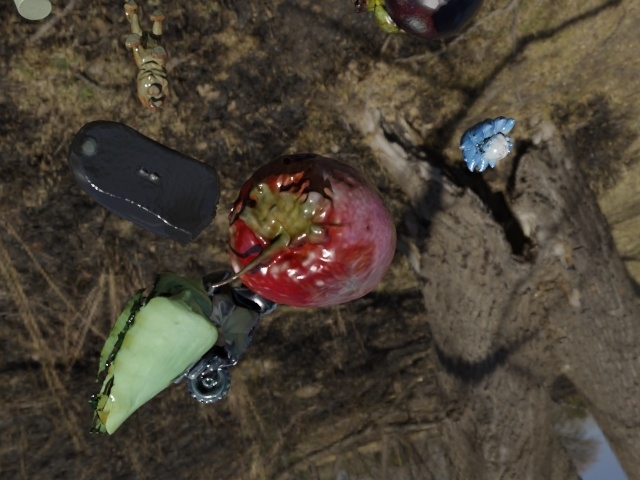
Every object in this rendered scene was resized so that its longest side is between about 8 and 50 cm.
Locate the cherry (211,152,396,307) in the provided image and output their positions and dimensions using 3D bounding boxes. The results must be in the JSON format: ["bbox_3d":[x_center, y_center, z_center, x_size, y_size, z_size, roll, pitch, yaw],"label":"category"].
[{"bbox_3d":[0.000,0.000,0.790,0.192,0.175,0.250,-48,139,10],"label":"cherry"}]

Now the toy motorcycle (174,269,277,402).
[{"bbox_3d":[-0.196,0.167,1.251,0.159,0.270,0.106,30,168,3],"label":"toy motorcycle"}]

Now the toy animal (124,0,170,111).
[{"bbox_3d":[-0.408,-0.437,1.542,0.097,0.312,0.157,-6,143,-15],"label":"toy animal"}]

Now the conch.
[{"bbox_3d":[-0.249,0.148,0.940,0.250,0.137,0.143,-43,-172,-36],"label":"conch"}]

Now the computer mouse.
[{"bbox_3d":[-0.240,-0.082,0.897,0.217,0.122,0.073,27,165,-24],"label":"computer mouse"}]

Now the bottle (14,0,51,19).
[{"bbox_3d":[-0.644,-0.576,1.409,0.072,0.201,0.072,-23,162,-8],"label":"bottle"}]

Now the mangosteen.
[{"bbox_3d":[0.277,-0.665,1.696,0.330,0.330,0.330,-11,164,-3],"label":"mangosteen"}]

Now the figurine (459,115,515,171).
[{"bbox_3d":[0.287,-0.169,1.143,0.114,0.079,0.114,-27,151,-17],"label":"figurine"}]
